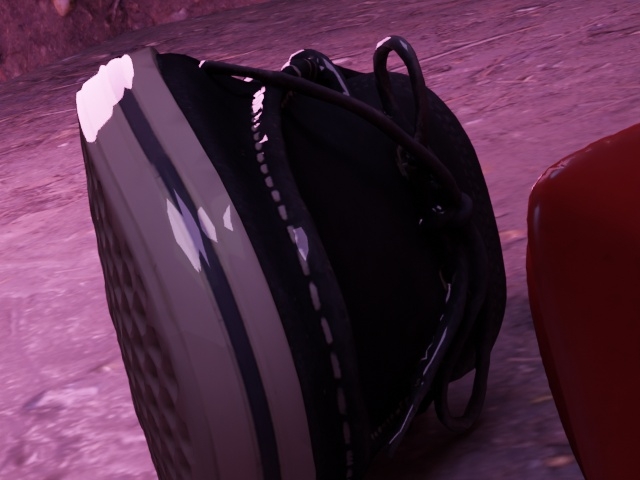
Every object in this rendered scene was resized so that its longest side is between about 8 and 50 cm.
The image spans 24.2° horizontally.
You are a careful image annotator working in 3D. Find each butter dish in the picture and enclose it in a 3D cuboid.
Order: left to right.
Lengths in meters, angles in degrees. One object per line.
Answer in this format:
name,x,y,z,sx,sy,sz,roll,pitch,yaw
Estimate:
butter dish,0.128,0.026,0.483,0.160,0.160,0.118,-20,12,-18

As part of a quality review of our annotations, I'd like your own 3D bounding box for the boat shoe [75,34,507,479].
boat shoe,0.000,0.000,0.645,0.156,0.187,0.500,-12,6,3
